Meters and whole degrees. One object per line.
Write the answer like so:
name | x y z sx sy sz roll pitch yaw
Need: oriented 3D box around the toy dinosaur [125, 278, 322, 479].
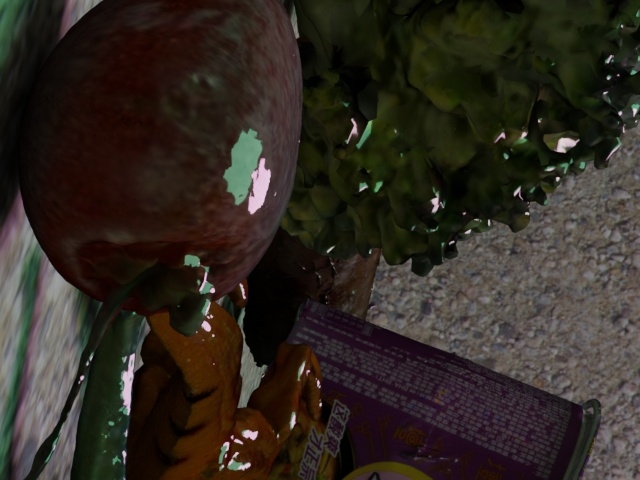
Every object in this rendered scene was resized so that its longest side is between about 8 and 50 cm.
toy dinosaur | -0.066 0.085 0.989 0.208 0.097 0.432 -61 164 -44

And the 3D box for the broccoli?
broccoli | 0.091 -0.124 1.261 0.334 0.272 0.324 -80 -176 -58

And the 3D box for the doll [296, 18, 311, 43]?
doll | 0.031 -0.204 1.472 0.143 0.135 0.221 -17 134 -49

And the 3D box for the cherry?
cherry | -0.067 0.005 0.582 0.225 0.090 0.107 -65 -175 -28

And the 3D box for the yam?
yam | -0.002 0.000 1.679 0.279 0.131 0.131 100 5 -50

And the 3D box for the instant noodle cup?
instant noodle cup | 0.041 0.221 1.585 0.340 0.266 0.340 -62 179 -2

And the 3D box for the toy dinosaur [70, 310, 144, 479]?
toy dinosaur | -0.100 0.169 0.791 0.363 0.076 0.147 100 3 -52
